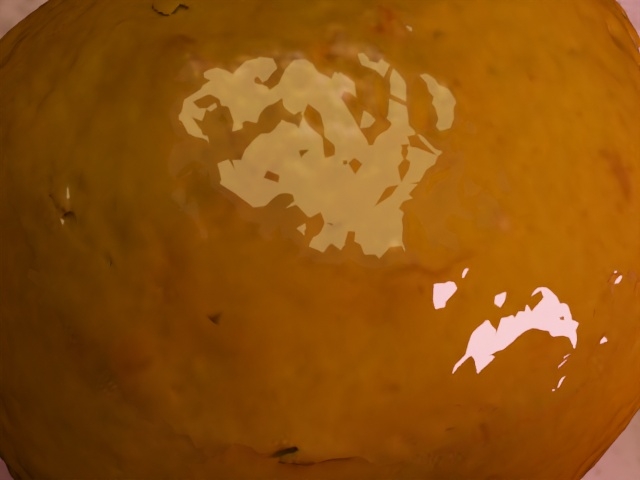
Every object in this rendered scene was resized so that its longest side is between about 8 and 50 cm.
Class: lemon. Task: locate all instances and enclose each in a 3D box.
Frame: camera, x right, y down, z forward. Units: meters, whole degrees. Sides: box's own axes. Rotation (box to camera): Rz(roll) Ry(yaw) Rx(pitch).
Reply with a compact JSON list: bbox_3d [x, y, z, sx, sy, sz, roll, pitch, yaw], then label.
[{"bbox_3d":[-0.002,0.001,0.605,0.284,0.260,0.260,8,56,-31],"label":"lemon"}]
